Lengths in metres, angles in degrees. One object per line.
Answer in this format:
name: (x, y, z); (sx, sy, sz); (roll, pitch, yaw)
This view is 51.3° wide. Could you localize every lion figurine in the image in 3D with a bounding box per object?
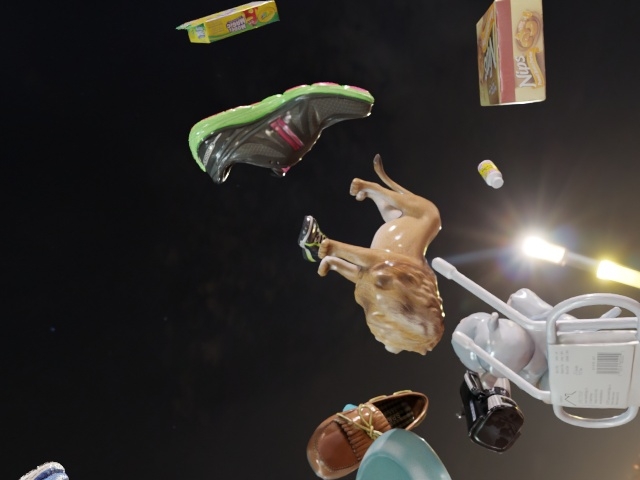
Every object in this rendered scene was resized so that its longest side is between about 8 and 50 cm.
lion figurine: (0.142, 0.009, 1.208); (0.142, 0.240, 0.392); (94, -163, -56)

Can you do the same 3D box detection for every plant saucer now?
plant saucer: (0.129, 0.470, 1.077); (0.044, 0.317, 0.317); (0, -71, -25)

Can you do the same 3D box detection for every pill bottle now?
pill bottle: (0.453, -0.174, 1.766); (0.043, 0.083, 0.043); (-8, -50, -10)

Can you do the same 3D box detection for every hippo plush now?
hippo plush: (0.402, 0.237, 1.338); (0.237, 0.294, 0.234); (-8, -80, -25)

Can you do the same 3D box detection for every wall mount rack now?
wall mount rack: (0.315, 0.129, 0.904); (0.350, 0.304, 0.130); (65, -151, -47)

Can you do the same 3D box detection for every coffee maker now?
coffee maker: (0.386, 0.394, 1.523); (0.178, 0.120, 0.171); (-80, -7, -65)

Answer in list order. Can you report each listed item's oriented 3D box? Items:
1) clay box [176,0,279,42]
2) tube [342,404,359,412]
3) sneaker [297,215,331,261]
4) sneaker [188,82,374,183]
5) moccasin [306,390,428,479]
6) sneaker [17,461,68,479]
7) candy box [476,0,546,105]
clay box: (-0.227, -0.525, 1.612); (0.222, 0.127, 0.053); (-27, -63, -22)
tube: (0.155, 0.503, 1.862); (0.080, 0.207, 0.052); (40, -117, -40)
sneaker: (0.000, 0.000, 1.831); (0.234, 0.097, 0.084); (73, -149, -70)
sneaker: (-0.089, -0.273, 1.710); (0.185, 0.483, 0.202); (-60, -47, -78)
moccasin: (0.120, 0.443, 1.551); (0.380, 0.139, 0.147); (-5, -30, -44)
sneaker: (-0.648, 0.604, 1.468); (0.130, 0.147, 0.330); (-37, -3, 6)
candy box: (0.371, -0.363, 1.324); (0.316, 0.088, 0.183); (-59, -37, -77)
